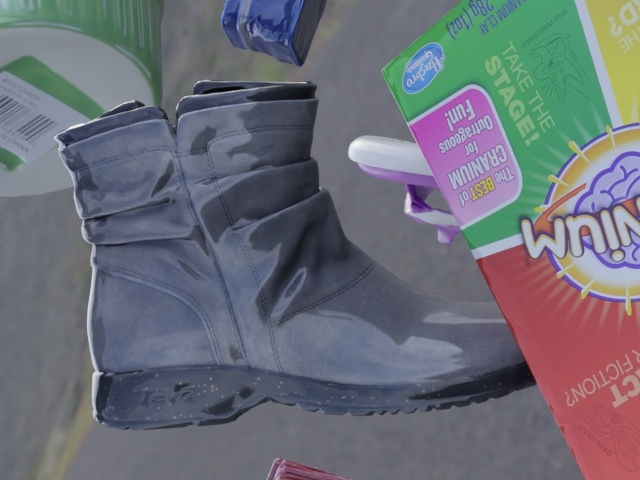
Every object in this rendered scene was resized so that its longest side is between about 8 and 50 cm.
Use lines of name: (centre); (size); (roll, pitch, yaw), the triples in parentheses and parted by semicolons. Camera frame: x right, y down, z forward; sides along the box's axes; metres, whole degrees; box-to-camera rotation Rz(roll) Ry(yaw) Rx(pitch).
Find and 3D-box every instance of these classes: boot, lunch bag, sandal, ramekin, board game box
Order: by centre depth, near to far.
board game box: (0.195, -0.033, 1.122); (0.242, 0.064, 0.316); (-39, 69, 39)
boot: (0.000, 0.000, 1.237); (0.118, 0.338, 0.223); (-138, 44, -85)
lunch bag: (-0.037, -0.172, 1.392); (0.098, 0.065, 0.067); (64, -135, -79)
ramekin: (-0.292, -0.174, 1.812); (0.303, 0.303, 0.148); (117, 149, -51)
sandal: (0.165, -0.042, 2.036); (0.416, 0.169, 0.102); (7, -88, -61)

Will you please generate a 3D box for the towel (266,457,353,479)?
towel: (0.024, 0.313, 1.537); (0.037, 0.237, 0.329); (-90, 19, -49)
